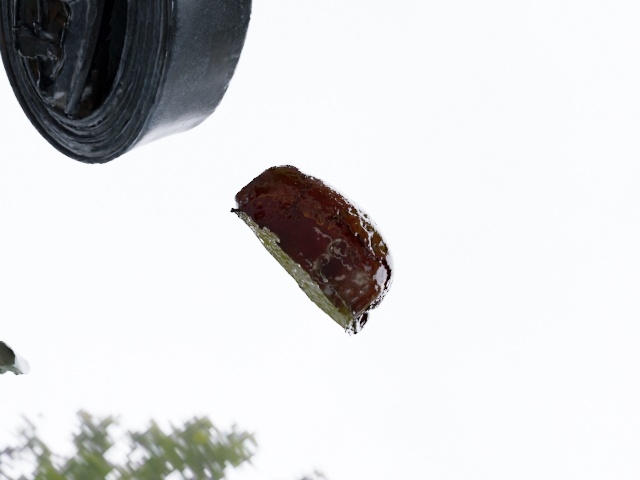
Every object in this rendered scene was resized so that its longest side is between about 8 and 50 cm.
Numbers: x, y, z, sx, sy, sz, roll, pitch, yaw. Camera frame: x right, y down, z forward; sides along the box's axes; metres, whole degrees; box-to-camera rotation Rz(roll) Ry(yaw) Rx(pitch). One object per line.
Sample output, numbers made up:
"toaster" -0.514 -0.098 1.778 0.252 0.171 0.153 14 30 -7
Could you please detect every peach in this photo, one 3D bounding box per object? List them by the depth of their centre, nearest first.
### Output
"peach" 0.000 0.000 0.892 0.083 0.077 0.050 42 -95 8

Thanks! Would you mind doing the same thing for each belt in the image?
"belt" -0.112 -0.136 1.042 0.141 0.190 0.082 39 -139 25

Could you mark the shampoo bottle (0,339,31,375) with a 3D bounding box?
"shampoo bottle" -0.213 0.100 0.960 0.152 0.077 0.045 -38 -146 14
